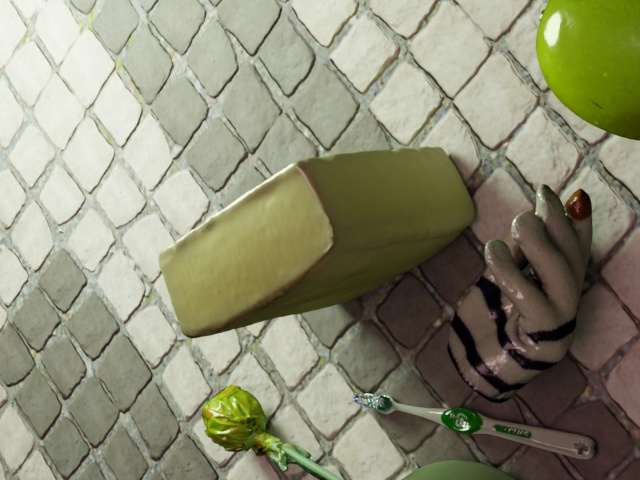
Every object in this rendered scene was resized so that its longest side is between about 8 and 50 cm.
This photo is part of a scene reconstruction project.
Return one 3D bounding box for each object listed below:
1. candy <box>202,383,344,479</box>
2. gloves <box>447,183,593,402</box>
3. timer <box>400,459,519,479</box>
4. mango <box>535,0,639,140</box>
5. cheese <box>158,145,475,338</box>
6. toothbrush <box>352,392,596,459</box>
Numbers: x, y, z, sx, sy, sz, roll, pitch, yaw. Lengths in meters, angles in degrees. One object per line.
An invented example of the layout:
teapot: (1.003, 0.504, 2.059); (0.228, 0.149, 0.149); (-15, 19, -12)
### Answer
candy: (-0.035, 0.261, 1.732); (0.262, 0.077, 0.073); (29, 114, 25)
gloves: (0.218, 0.051, 1.467); (0.131, 0.140, 0.219); (41, 105, 8)
timer: (0.082, 0.396, 1.483); (0.291, 0.315, 0.291); (3, 96, 37)
mango: (0.361, -0.193, 1.310); (0.343, 0.156, 0.192); (-8, 91, 37)
cheese: (0.000, 0.000, 1.545); (0.242, 0.265, 0.124); (-27, 79, 37)
toothbrush: (0.166, 0.200, 1.586); (0.304, 0.030, 0.030); (8, 99, 35)
